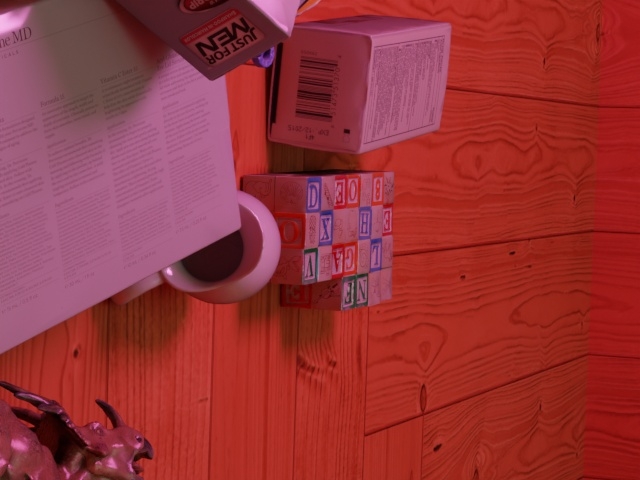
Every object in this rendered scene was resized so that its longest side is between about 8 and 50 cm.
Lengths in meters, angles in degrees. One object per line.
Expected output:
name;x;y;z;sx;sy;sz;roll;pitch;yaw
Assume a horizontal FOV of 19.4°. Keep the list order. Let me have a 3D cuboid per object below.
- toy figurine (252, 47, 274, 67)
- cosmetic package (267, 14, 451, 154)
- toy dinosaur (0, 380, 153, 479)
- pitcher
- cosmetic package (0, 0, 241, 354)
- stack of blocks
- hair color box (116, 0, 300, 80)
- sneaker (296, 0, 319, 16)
toy figurine;-0.068;-0.261;2.026;0.362;0.191;0.217;-62;152;-44
cosmetic package;0.053;-0.203;2.371;0.296;0.129;0.153;-18;116;-66
toy dinosaur;-0.288;0.181;1.638;0.295;0.127;0.200;48;41;-44
pitcher;-0.132;0.018;1.987;0.207;0.178;0.125;-25;91;-86
cosmetic package;-0.227;-0.092;1.686;0.377;0.097;0.284;-29;122;-51
stack of blocks;0.000;0.000;2.336;0.297;0.087;0.171;-7;100;-67
hair color box;-0.169;-0.331;1.624;0.374;0.114;0.185;39;47;-27
sneaker;-0.020;-0.352;2.274;0.083;0.084;0.215;40;57;-27
